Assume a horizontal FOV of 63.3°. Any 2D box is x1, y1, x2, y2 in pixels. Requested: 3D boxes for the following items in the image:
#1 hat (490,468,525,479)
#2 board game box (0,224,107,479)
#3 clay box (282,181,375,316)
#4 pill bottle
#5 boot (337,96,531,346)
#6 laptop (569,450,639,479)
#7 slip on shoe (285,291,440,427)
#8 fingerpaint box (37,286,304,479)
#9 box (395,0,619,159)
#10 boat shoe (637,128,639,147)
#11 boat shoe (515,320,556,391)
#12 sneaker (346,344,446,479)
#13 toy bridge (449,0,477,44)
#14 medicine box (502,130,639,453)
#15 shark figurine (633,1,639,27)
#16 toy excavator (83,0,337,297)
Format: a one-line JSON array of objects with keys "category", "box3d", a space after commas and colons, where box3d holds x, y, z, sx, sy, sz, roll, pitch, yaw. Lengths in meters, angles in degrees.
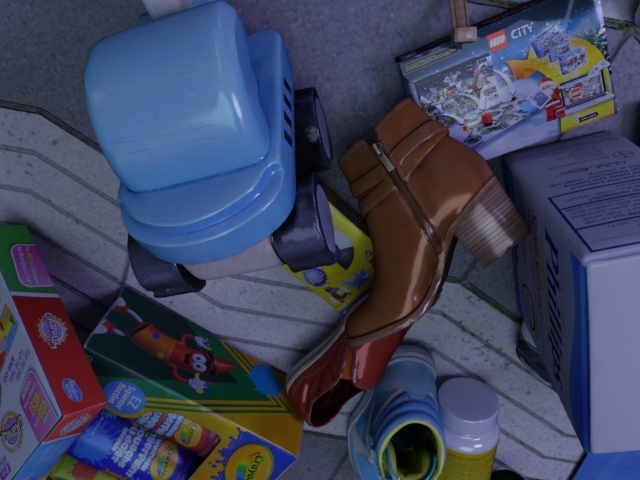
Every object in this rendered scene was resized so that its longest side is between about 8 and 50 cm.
[{"category": "hat", "box3d": [0.242, 0.474, 0.932, 0.183, 0.173, 0.209, 30, 117, -12]}, {"category": "board game box", "box3d": [-0.459, 0.173, 0.779, 0.242, 0.064, 0.317, -45, 68, 28]}, {"category": "clay box", "box3d": [0.000, 0.000, 0.763, 0.222, 0.053, 0.127, 39, 115, -17]}, {"category": "pill bottle", "box3d": [0.241, 0.348, 0.894, 0.119, 0.119, 0.209, 2, 119, 4]}, {"category": "boot", "box3d": [0.085, -0.015, 0.655, 0.283, 0.109, 0.220, -44, 82, 27]}, {"category": "laptop", "box3d": [0.677, 0.423, 0.841, 0.381, 0.408, 0.237, 9, 85, 0]}, {"category": "slip on shoe", "box3d": [0.068, 0.176, 0.804, 0.123, 0.101, 0.331, 17, 125, -42]}, {"category": "fingerpaint box", "box3d": [-0.297, 0.363, 0.922, 0.371, 0.163, 0.445, 33, 117, -12]}, {"category": "box", "box3d": [0.228, -0.193, 0.643, 0.232, 0.044, 0.159, -19, 115, 14]}, {"category": "boat shoe", "box3d": [0.491, -0.142, 0.636, 0.183, 0.065, 0.083, -7, 119, 10]}, {"category": "boat shoe", "box3d": [0.411, 0.220, 0.740, 0.108, 0.301, 0.102, -23, 133, -32]}, {"category": "sneaker", "box3d": [0.114, 0.353, 0.857, 0.126, 0.208, 0.319, 8, 119, -1]}, {"category": "toy bridge", "box3d": [0.152, -0.315, 0.571, 0.026, 0.063, 0.188, -5, 104, 8]}, {"category": "medicine box", "box3d": [0.338, 0.046, 0.624, 0.149, 0.289, 0.264, -11, 117, 10]}, {"category": "shark figurine", "box3d": [0.419, -0.274, 0.572, 0.277, 0.166, 0.116, 1, 146, -15]}, {"category": "toy excavator", "box3d": [-0.144, -0.215, 0.542, 0.222, 0.433, 0.445, -10, 145, 11]}]
